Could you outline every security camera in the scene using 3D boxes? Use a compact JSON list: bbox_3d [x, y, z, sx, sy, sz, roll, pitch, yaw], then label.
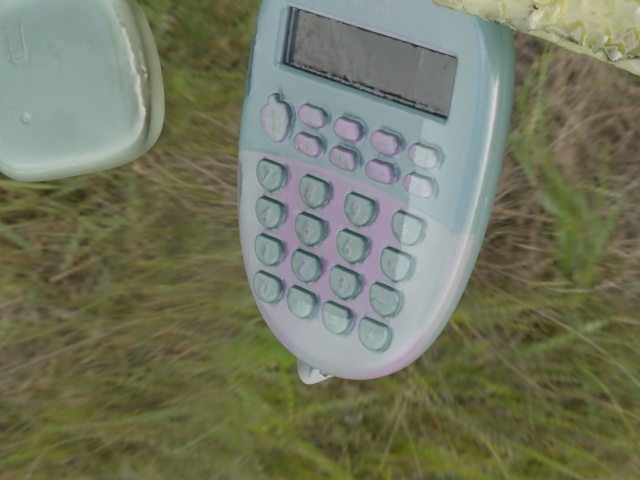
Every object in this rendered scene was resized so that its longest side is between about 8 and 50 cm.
[{"bbox_3d":[-0.269,-0.107,1.449,0.301,0.080,0.157,-10,90,6],"label":"security camera"}]

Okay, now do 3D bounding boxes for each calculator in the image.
[{"bbox_3d":[0.028,-0.067,1.075,0.185,0.041,0.299,21,108,41],"label":"calculator"}]

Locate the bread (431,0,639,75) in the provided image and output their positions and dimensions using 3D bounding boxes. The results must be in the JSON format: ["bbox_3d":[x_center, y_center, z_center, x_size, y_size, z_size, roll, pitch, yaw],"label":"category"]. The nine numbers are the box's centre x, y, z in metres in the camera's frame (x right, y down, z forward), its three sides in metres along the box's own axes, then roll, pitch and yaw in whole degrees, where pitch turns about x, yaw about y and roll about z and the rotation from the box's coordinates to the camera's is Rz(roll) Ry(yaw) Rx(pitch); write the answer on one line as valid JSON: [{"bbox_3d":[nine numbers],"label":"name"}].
[{"bbox_3d":[0.197,-0.138,0.953,0.266,0.142,0.178,21,83,4],"label":"bread"}]

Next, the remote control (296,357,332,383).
[{"bbox_3d":[0.000,0.000,1.517,0.073,0.044,0.229,-23,55,39],"label":"remote control"}]
